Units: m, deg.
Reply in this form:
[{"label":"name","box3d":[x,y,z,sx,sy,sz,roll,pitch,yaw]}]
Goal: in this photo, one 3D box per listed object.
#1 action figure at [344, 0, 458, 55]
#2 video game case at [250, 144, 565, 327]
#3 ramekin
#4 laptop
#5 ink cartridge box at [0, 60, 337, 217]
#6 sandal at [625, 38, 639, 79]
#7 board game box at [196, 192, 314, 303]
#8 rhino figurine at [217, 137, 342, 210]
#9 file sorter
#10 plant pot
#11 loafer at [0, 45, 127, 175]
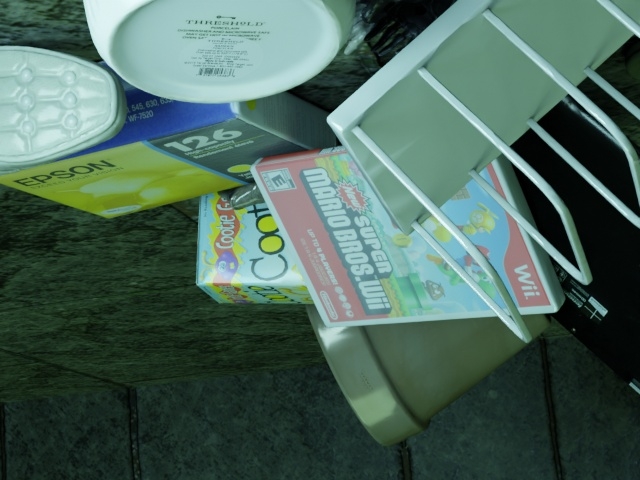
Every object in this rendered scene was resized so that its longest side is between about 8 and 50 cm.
[{"label":"action figure","box3d":[0.070,-0.148,1.272,0.140,0.164,0.276,-25,157,1]},{"label":"video game case","box3d":[0.082,-0.008,1.518,0.285,0.204,0.025,-7,-151,38]},{"label":"ramekin","box3d":[-0.070,-0.182,1.069,0.207,0.109,0.207,-6,157,-2]},{"label":"laptop","box3d":[0.292,-0.038,1.537,0.236,0.382,0.408,-40,164,-31]},{"label":"ink cartridge box","box3d":[-0.181,-0.104,1.569,0.303,0.072,0.307,-11,168,25]},{"label":"sandal","box3d":[0.421,-0.136,1.454,0.302,0.086,0.120,20,-179,35]},{"label":"board game box","box3d":[0.000,0.000,1.864,0.275,0.142,0.144,1,169,8]},{"label":"rhino figurine","box3d":[-0.009,-0.074,1.706,0.243,0.106,0.073,-10,130,25]},{"label":"file sorter","box3d":[0.185,-0.090,1.151,0.277,0.173,0.193,-42,151,-2]},{"label":"plant pot","box3d":[0.155,0.086,2.127,0.280,0.323,0.323,-25,163,12]},{"label":"loafer","box3d":[-0.310,-0.112,1.402,0.319,0.112,0.111,-2,175,23]}]
